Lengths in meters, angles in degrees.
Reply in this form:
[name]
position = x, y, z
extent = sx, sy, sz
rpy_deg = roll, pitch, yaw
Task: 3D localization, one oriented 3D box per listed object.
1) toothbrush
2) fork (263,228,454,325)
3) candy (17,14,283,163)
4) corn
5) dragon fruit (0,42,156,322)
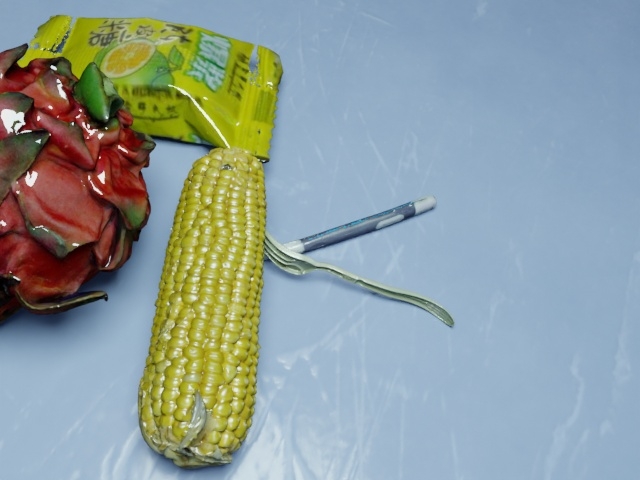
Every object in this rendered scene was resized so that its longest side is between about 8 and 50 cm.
[toothbrush]
position = 0.000, 0.000, 0.694
extent = 0.287, 0.024, 0.026
rpy_deg = -18, 64, -18
[fork]
position = 0.034, 0.042, 0.661
extent = 0.219, 0.034, 0.028
rpy_deg = 25, 49, -4
[candy]
position = -0.191, -0.176, 0.738
extent = 0.296, 0.081, 0.187
rpy_deg = 9, 57, -3
[corn]
position = -0.101, 0.048, 0.591
extent = 0.106, 0.106, 0.293
rpy_deg = 4, 67, -6
[dragon fruit]
position = -0.278, -0.029, 0.570
extent = 0.233, 0.234, 0.293
rpy_deg = 41, 84, 16
